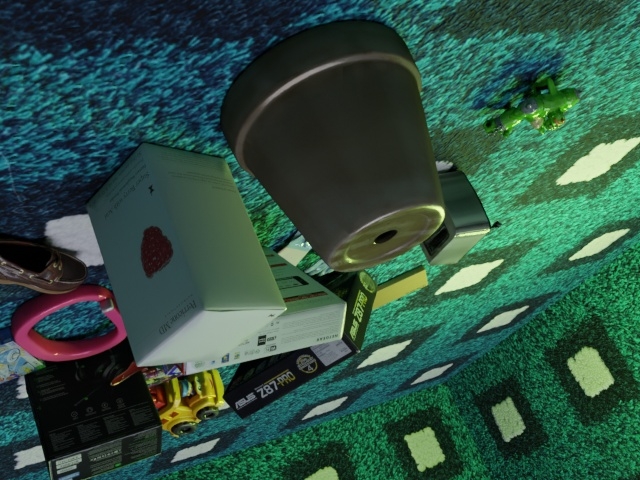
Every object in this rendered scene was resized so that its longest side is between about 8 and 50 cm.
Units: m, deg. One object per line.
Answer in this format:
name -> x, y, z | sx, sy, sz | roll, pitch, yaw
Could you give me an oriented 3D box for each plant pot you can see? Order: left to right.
plant pot -> 0.046, -0.117, 1.113 | 0.323, 0.280, 0.323 | -21, 159, -9

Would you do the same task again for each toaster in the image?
toaster -> 0.284, -0.052, 1.638 | 0.110, 0.168, 0.185 | -10, 155, -29

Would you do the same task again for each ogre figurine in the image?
ogre figurine -> 0.423, -0.256, 1.431 | 0.197, 0.096, 0.118 | 3, 167, -21

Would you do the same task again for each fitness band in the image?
fitness band -> -0.511, 0.178, 1.510 | 0.209, 0.054, 0.291 | -20, 156, -8

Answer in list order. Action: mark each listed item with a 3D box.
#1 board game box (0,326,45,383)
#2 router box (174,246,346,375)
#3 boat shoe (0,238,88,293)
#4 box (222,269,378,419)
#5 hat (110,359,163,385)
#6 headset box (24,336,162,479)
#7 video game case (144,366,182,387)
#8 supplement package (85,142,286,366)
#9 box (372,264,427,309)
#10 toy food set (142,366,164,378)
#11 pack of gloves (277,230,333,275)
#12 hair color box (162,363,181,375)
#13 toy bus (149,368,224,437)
board game box -> -0.676, 0.249, 1.525 | 0.136, 0.035, 0.201 | -20, 157, -9
router box -> -0.171, 0.120, 1.416 | 0.336, 0.301, 0.082 | -8, 115, -33
boat shoe -> -0.470, 0.041, 1.217 | 0.073, 0.073, 0.207 | -34, 156, 27
box -> -0.044, 0.259, 1.883 | 0.395, 0.097, 0.318 | -35, -168, 26
hat -> -0.349, 0.282, 1.675 | 0.209, 0.183, 0.173 | -4, 141, -3
headset box -> -0.522, 0.375, 1.661 | 0.246, 0.283, 0.131 | -13, 140, -27
video game case -> -0.475, 0.348, 1.938 | 0.232, 0.041, 0.210 | -18, 157, -15
supplement package -> -0.215, 0.024, 1.145 | 0.177, 0.293, 0.175 | -39, 154, 30
box -> 0.229, 0.146, 2.220 | 0.201, 0.021, 0.164 | -24, 158, 1
toy food set -> -0.427, 0.330, 1.866 | 0.078, 0.019, 0.122 | -33, 153, 17
pack of gloves -> 0.000, 0.000, 1.664 | 0.195, 0.046, 0.232 | 13, 136, -39
hair color box -> -0.202, 0.170, 1.626 | 0.339, 0.185, 0.110 | -4, 152, -39
toy bus -> -0.424, 0.456, 2.135 | 0.220, 0.149, 0.211 | -35, 139, 20
